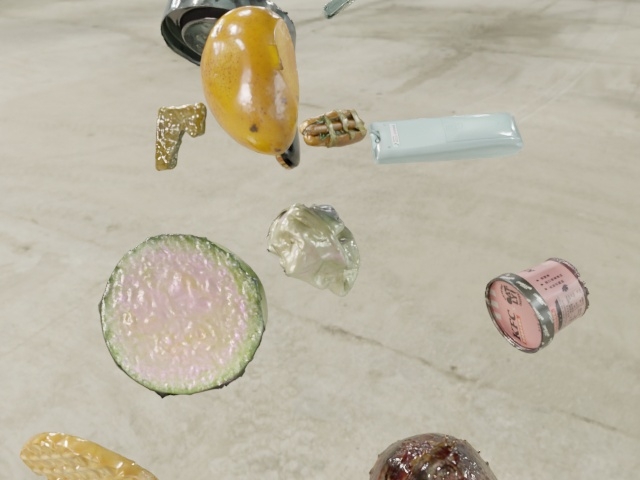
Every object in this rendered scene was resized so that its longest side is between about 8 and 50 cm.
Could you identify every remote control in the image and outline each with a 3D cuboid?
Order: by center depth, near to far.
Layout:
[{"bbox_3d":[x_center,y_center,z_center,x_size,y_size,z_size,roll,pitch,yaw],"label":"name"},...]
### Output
[{"bbox_3d":[0.244,-0.206,1.196,0.293,0.051,0.103,-5,57,-1],"label":"remote control"}]

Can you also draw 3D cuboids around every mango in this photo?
[{"bbox_3d":[-0.133,-0.299,1.176,0.190,0.291,0.160,-15,-3,23],"label":"mango"}]

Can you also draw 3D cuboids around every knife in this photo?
[{"bbox_3d":[0.071,-0.608,1.532,0.162,0.023,0.044,-40,65,-14],"label":"knife"}]

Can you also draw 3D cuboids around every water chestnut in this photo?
[{"bbox_3d":[0.204,0.551,1.225,0.350,0.351,0.302,-25,14,-38],"label":"water chestnut"}]

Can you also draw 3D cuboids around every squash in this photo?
[{"bbox_3d":[-0.243,0.118,1.244,0.310,0.311,0.309,1,8,3],"label":"squash"}]

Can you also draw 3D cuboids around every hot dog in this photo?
[{"bbox_3d":[0.040,-0.320,1.752,0.269,0.109,0.072,-20,-10,-47],"label":"hot dog"}]

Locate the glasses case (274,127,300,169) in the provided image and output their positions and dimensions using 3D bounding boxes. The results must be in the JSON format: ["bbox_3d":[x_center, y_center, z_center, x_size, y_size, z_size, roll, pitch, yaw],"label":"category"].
[{"bbox_3d":[-0.120,-0.358,1.794,0.082,0.122,0.321,-17,68,15],"label":"glasses case"}]

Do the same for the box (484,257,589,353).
[{"bbox_3d":[0.405,0.112,1.128,0.135,0.151,0.151,-24,34,-16],"label":"box"}]

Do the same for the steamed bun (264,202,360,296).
[{"bbox_3d":[0.000,0.000,1.785,0.280,0.207,0.268,24,19,-24],"label":"steamed bun"}]

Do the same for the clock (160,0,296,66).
[{"bbox_3d":[-0.204,-0.467,1.390,0.312,0.062,0.312,8,-11,2],"label":"clock"}]

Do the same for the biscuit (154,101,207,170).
[{"bbox_3d":[-0.366,-0.273,1.597,0.183,0.174,0.039,-1,-4,36],"label":"biscuit"}]

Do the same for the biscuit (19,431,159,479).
[{"bbox_3d":[-0.389,0.427,1.090,0.308,0.205,0.040,30,44,-7],"label":"biscuit"}]
